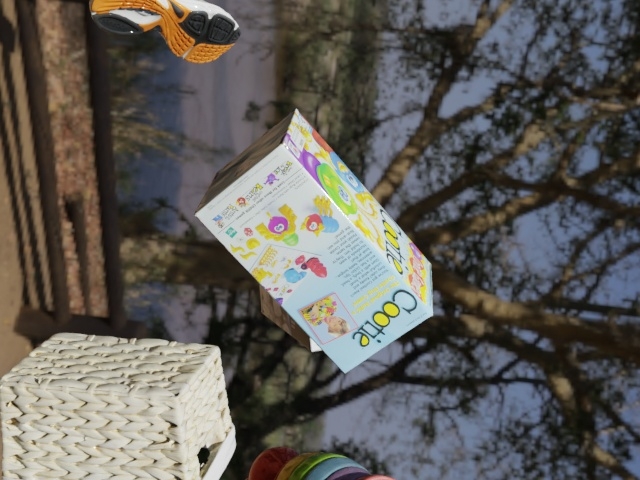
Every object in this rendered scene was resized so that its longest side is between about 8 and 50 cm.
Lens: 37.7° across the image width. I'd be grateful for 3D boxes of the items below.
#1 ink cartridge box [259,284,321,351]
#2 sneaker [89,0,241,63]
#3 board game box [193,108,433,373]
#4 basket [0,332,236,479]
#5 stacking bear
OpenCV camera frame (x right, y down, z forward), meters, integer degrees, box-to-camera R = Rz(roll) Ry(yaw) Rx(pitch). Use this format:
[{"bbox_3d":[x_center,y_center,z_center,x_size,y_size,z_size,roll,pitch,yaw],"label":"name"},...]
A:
[{"bbox_3d":[-0.046,0.044,1.462,0.206,0.045,0.208,-152,-124,-62],"label":"ink cartridge box"},{"bbox_3d":[-0.221,-0.341,1.325,0.262,0.099,0.121,13,46,-52],"label":"sneaker"},{"bbox_3d":[0.000,0.000,1.160,0.144,0.275,0.142,-36,-164,19],"label":"board game box"},{"bbox_3d":[-0.163,0.143,0.760,0.113,0.167,0.103,-54,146,-68],"label":"basket"},{"bbox_3d":[-0.008,0.414,1.502,0.175,0.289,0.164,-42,119,-28],"label":"stacking bear"}]
